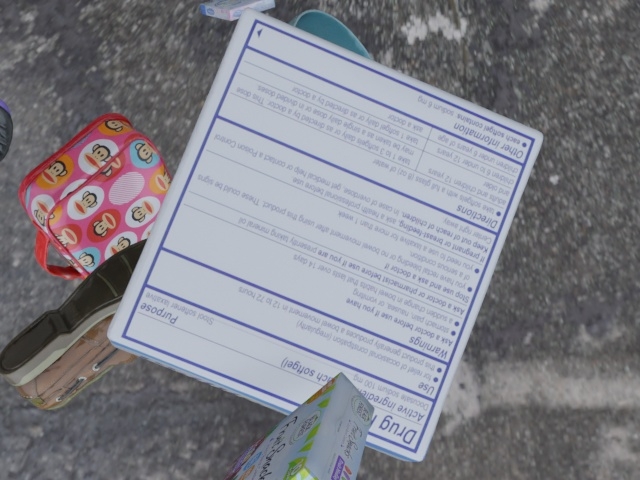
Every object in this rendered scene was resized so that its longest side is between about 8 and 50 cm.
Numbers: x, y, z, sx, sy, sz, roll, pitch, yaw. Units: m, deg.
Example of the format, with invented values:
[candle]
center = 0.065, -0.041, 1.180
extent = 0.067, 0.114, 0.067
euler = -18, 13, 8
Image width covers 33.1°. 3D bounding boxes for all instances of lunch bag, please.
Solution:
[lunch bag]
center = -0.354, -0.039, 1.765
extent = 0.258, 0.120, 0.293
euler = -43, 148, -14

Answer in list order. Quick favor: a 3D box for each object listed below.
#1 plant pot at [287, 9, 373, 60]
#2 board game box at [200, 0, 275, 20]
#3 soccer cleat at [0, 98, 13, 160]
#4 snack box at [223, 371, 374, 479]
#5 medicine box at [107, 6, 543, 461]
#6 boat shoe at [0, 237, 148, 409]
[plant pot]
center = -0.030, -0.215, 1.825
extent = 0.195, 0.290, 0.290
euler = -24, 114, 30
[board game box]
center = -0.137, -0.388, 1.784
extent = 0.090, 0.090, 0.020
euler = -25, 120, -31
[soccer cleat]
center = -0.475, -0.144, 1.434
extent = 0.108, 0.116, 0.318
euler = 15, 156, -22
[snack box]
center = -0.022, 0.142, 0.632
extent = 0.100, 0.141, 0.037
euler = -40, 95, 15
[medicine box]
center = 0.000, 0.000, 0.901
extent = 0.263, 0.149, 0.289
euler = 23, 83, -6
[boat shoe]
center = -0.279, 0.107, 1.442
extent = 0.307, 0.111, 0.104
euler = -34, 124, 1
